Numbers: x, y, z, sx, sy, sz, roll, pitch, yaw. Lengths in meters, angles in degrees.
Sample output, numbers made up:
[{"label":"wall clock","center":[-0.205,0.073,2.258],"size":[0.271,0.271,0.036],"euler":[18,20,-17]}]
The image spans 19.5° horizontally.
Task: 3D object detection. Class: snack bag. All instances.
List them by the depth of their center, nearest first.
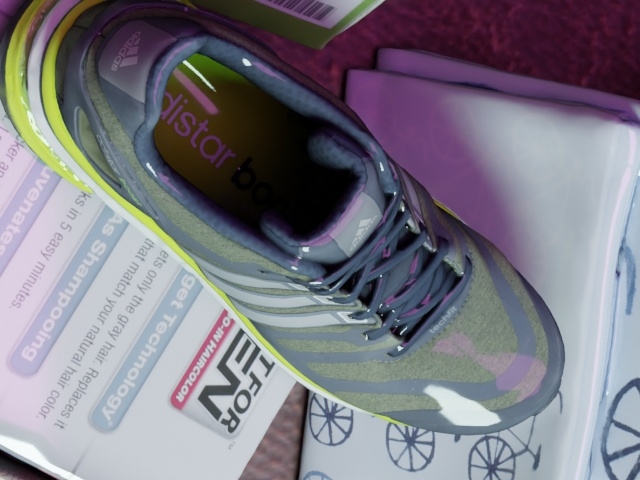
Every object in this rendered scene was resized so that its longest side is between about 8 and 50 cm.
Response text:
[{"label":"snack bag","center":[0.126,0.090,0.886],"size":[0.037,0.342,0.323],"euler":[-2,104,-49]}]

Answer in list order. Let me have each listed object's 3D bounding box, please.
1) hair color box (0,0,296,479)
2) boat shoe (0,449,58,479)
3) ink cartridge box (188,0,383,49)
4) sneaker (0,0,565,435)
[{"label":"hair color box","center":[-0.170,-0.033,0.834],"size":[0.374,0.113,0.185],"euler":[33,86,-26]},{"label":"boat shoe","center":[-0.256,0.112,0.818],"size":[0.355,0.132,0.130],"euler":[27,89,-26]},{"label":"ink cartridge box","center":[-0.043,-0.243,0.864],"size":[0.189,0.097,0.255],"euler":[19,60,-27]},{"label":"sneaker","center":[0.000,0.000,0.789],"size":[0.300,0.121,0.111],"euler":[35,85,-27]}]
